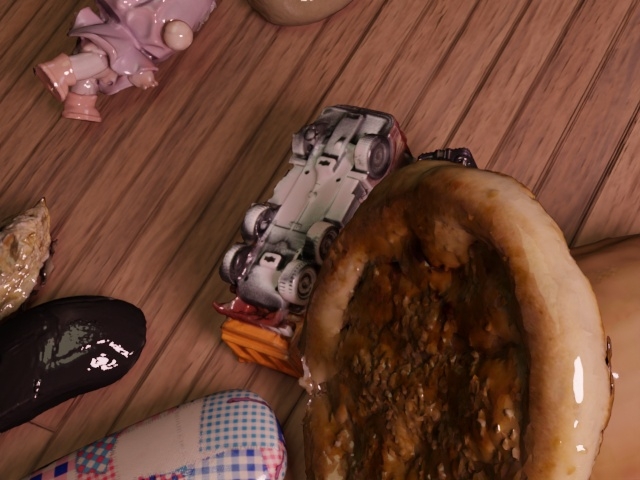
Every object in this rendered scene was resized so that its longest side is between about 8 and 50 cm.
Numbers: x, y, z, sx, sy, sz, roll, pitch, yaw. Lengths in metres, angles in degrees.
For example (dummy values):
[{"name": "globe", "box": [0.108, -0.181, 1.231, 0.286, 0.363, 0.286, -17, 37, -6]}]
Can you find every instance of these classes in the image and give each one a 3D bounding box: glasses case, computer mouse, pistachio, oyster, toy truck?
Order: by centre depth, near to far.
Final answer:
[{"name": "pistachio", "box": [0.245, 0.093, 1.040, 0.260, 0.163, 0.212, -23, 65, -10]}, {"name": "glasses case", "box": [-0.184, 0.244, 1.182, 0.327, 0.076, 0.125, -25, 49, 7]}, {"name": "toy truck", "box": [0.000, 0.000, 1.256, 0.114, 0.135, 0.270, 16, 67, 33]}, {"name": "computer mouse", "box": [-0.292, 0.122, 1.339, 0.217, 0.073, 0.122, -25, 47, 8]}, {"name": "oyster", "box": [-0.389, 0.046, 1.454, 0.209, 0.072, 0.133, -34, 43, 1]}]

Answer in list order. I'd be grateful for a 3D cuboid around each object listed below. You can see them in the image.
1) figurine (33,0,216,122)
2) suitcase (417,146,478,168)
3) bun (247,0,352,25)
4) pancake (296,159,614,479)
[{"name": "figurine", "box": [-0.244, -0.269, 1.593, 0.276, 0.133, 0.200, -50, 32, -18]}, {"name": "suitcase", "box": [0.129, -0.025, 1.208, 0.059, 0.126, 0.086, -8, 51, 20]}, {"name": "bun", "box": [-0.024, -0.359, 1.567, 0.166, 0.113, 0.173, 30, 73, 40]}, {"name": "pancake", "box": [0.081, 0.122, 1.001, 0.382, 0.071, 0.382, -6, 84, 59]}]
